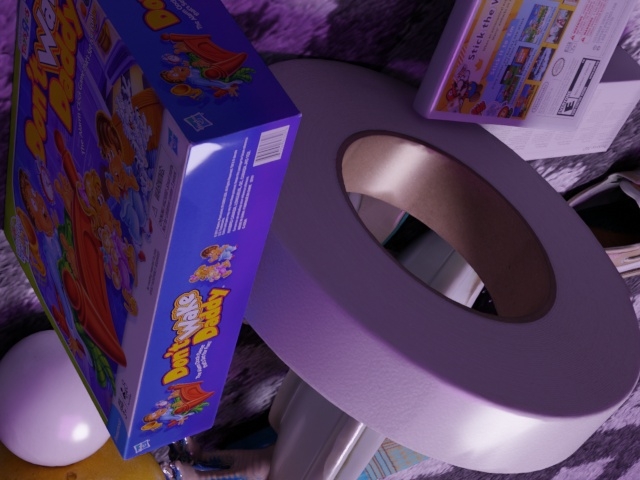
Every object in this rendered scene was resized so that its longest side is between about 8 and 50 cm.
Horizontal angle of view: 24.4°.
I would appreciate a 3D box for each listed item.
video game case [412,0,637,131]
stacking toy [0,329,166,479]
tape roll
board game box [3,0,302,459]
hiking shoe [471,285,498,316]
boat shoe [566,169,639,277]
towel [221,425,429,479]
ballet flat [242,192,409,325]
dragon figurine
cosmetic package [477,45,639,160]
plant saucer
[{"bbox_3d":[0.195,-0.203,1.269,0.206,0.026,0.227,0,121,-43],"label":"video game case"},{"bbox_3d":[-0.242,0.289,1.418,0.350,0.350,0.480,-18,133,-27],"label":"stacking toy"},{"bbox_3d":[0.083,0.010,1.169,0.392,0.392,0.072,0,137,-45],"label":"tape roll"},{"bbox_3d":[-0.134,-0.040,1.032,0.078,0.233,0.347,-18,147,-27],"label":"board game box"},{"bbox_3d":[0.251,0.078,1.777,0.226,0.086,0.114,-18,156,-7],"label":"hiking shoe"},{"bbox_3d":[0.366,-0.024,1.691,0.302,0.113,0.103,-27,156,-10],"label":"boat shoe"},{"bbox_3d":[0.081,0.230,1.796,0.370,0.040,0.271,-24,152,6],"label":"towel"},{"bbox_3d":[0.000,0.000,1.401,0.086,0.086,0.248,3,135,-48],"label":"ballet flat"},{"bbox_3d":[-0.054,0.280,1.652,0.144,0.085,0.289,-22,136,34],"label":"dragon figurine"},{"bbox_3d":[0.201,-0.130,1.415,0.239,0.060,0.099,-8,138,-39],"label":"cosmetic package"},{"bbox_3d":[0.046,0.121,1.481,0.400,0.100,0.400,-54,169,-15],"label":"plant saucer"}]
